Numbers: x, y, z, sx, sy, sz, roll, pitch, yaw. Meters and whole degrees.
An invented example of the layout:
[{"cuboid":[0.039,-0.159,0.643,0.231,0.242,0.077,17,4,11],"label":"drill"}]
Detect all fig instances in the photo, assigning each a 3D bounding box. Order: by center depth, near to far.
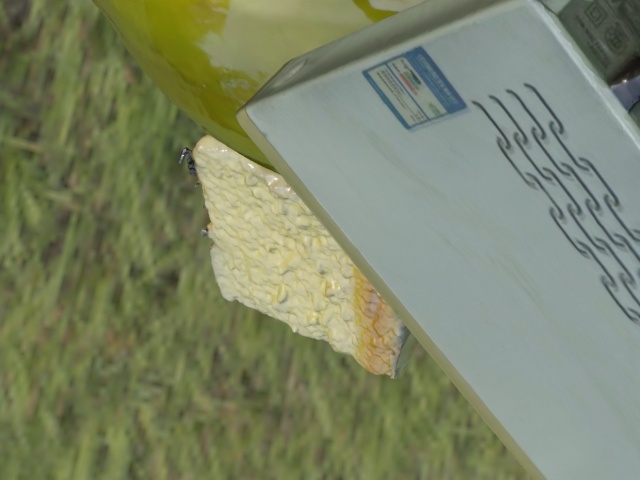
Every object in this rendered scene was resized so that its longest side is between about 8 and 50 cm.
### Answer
[{"cuboid":[0.000,-0.139,0.938,0.271,0.239,0.239,-2,148,26],"label":"fig"}]

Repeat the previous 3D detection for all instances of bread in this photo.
[{"cuboid":[0.000,0.000,1.107,0.147,0.127,0.152,20,113,23],"label":"bread"}]

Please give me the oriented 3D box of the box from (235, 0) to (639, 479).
[{"cuboid":[0.108,0.030,0.647,0.270,0.045,0.211,50,152,-13],"label":"box"}]
